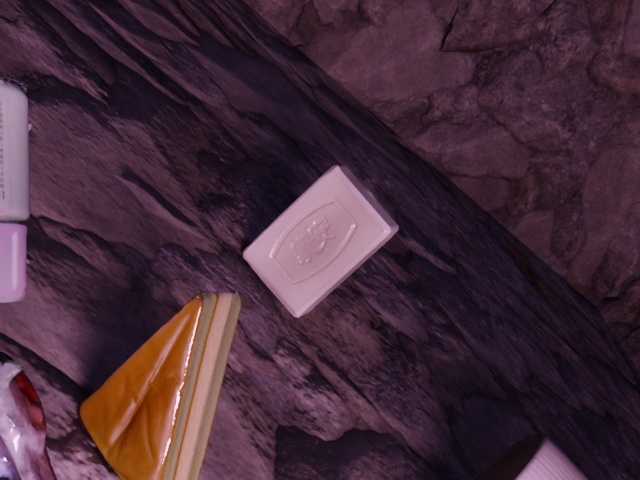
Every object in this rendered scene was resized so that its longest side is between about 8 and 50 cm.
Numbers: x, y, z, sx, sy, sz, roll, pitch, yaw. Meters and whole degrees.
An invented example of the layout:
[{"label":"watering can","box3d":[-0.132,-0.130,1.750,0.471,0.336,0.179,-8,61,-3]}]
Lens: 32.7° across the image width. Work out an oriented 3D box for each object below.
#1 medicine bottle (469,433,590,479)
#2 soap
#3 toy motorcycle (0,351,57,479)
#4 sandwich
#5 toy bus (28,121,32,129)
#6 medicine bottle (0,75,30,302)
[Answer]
[{"label":"medicine bottle","box3d":[0.302,0.410,1.166,0.384,0.224,0.224,48,16,5]},{"label":"soap","box3d":[0.000,0.000,1.465,0.121,0.183,0.064,49,16,9]},{"label":"toy motorcycle","box3d":[-0.246,0.148,0.610,0.182,0.241,0.319,-17,62,-26]},{"label":"sandwich","box3d":[-0.107,0.135,0.916,0.113,0.163,0.079,52,17,16]},{"label":"toy bus","box3d":[-0.371,-0.098,0.960,0.106,0.092,0.268,39,15,11]},{"label":"medicine bottle","box3d":[-0.285,-0.035,0.820,0.135,0.135,0.169,3,84,-67]}]
